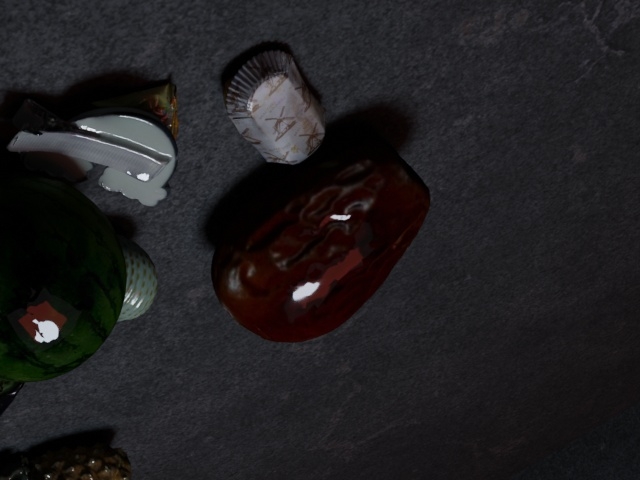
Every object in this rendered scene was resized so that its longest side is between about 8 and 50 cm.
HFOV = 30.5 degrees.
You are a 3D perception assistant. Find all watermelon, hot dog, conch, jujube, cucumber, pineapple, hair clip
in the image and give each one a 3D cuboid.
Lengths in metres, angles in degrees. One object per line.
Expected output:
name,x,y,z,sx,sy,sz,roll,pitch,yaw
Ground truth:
watermelon,-0.339,0.040,1.334,0.242,0.242,0.242,-21,150,-13
hot dog,-0.055,-0.160,1.452,0.108,0.059,0.191,-43,146,-2
conch,-0.287,0.044,1.526,0.135,0.102,0.153,-31,117,21
jujube,0.000,0.000,1.616,0.318,0.223,0.223,-43,148,9
cucumber,-0.504,0.254,1.728,0.070,0.046,0.220,12,132,-38
pineapple,-0.481,0.409,1.900,0.340,0.169,0.169,2,139,-26
hair clip,-0.248,-0.101,1.335,0.220,0.054,0.140,16,136,-34

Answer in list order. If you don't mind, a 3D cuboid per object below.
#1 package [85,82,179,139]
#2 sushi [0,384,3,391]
package,-0.220,-0.135,1.375,0.120,0.031,0.108,-15,149,-20
sushi,-0.509,0.099,1.442,0.134,0.109,0.273,-21,134,1
